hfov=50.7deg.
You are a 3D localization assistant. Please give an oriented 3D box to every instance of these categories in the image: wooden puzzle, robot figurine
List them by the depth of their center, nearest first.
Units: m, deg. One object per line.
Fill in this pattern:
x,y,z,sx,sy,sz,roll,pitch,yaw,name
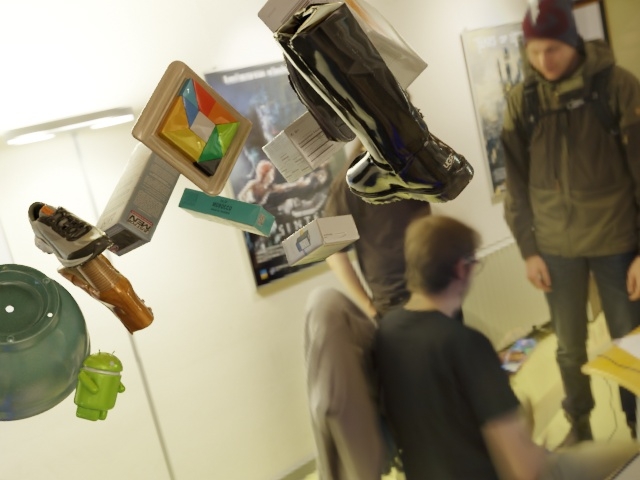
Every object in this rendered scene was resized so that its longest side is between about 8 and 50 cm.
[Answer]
-0.365,0.236,1.111,0.067,0.115,0.101,9,-9,17,robot figurine
-0.272,-0.249,1.497,0.044,0.239,0.221,-9,52,48,wooden puzzle

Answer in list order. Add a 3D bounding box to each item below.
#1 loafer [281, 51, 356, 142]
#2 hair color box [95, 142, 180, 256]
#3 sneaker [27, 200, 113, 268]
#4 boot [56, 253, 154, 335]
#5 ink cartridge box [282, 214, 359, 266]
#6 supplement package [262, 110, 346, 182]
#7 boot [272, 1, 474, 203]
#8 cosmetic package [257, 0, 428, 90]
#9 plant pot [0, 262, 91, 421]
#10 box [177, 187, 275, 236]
-0.018,-0.376,1.774,0.095,0.302,0.109,-4,41,50,loafer
-0.531,-0.150,2.025,0.185,0.114,0.374,-20,43,44,hair color box
-0.546,-0.018,1.440,0.272,0.108,0.100,15,43,38,sneaker
-0.492,0.120,1.558,0.104,0.211,0.295,-42,21,-21,boot
0.000,0.000,2.206,0.154,0.093,0.212,-9,-14,-38,ink cartridge box
-0.030,-0.306,2.042,0.204,0.145,0.262,-40,9,-17,supplement package
0.058,-0.263,1.373,0.367,0.445,0.146,4,58,56,boot
0.072,-0.467,1.594,0.161,0.230,0.453,-44,-12,20,cosmetic package
-0.585,0.166,1.281,0.293,0.293,0.196,-20,-28,-33,plant pot
-0.255,-0.077,1.831,0.244,0.060,0.100,15,-11,23,box
